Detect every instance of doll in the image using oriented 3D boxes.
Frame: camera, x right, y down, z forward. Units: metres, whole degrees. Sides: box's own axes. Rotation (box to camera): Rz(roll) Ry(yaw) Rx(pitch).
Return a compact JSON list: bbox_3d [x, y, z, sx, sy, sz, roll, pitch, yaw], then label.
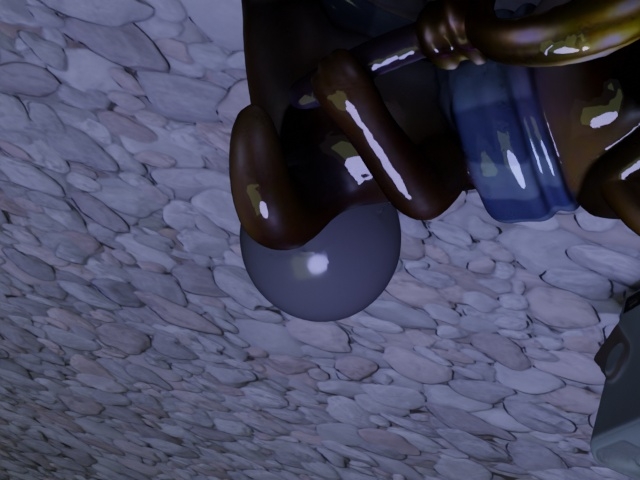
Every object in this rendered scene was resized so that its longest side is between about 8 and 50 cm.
[{"bbox_3d":[0.095,-0.108,0.810,0.339,0.318,0.209,2,107,20],"label":"doll"}]

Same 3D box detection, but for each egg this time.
[{"bbox_3d":[0.000,0.000,1.146,0.146,0.146,0.199,18,162,4],"label":"egg"}]

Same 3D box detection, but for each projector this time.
[{"bbox_3d":[0.351,0.122,1.103,0.163,0.177,0.242,25,156,-8],"label":"projector"}]
